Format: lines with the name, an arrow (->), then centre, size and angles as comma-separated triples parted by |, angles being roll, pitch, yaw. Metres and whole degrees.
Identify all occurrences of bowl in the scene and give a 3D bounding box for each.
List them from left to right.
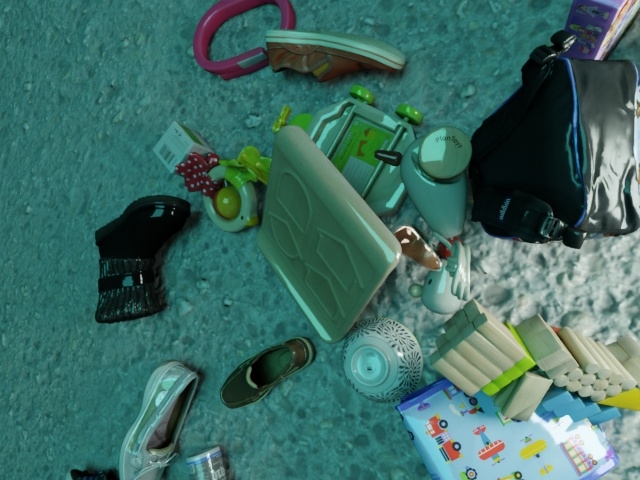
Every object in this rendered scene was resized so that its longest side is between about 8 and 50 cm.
bowl -> 0.106, 0.236, 0.785 | 0.170, 0.080, 0.170 | -3, 83, 24

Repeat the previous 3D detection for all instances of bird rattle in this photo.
bird rattle -> -0.232, -0.120, 0.969 | 0.254, 0.143, 0.206 | -5, 98, 28

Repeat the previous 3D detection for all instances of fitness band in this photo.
fitness band -> -0.201, -0.534, 1.046 | 0.291, 0.054, 0.209 | -7, 78, 23

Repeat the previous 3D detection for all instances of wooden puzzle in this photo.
wooden puzzle -> 0.000, 0.000, 0.797 | 0.322, 0.080, 0.348 | 52, 146, 21

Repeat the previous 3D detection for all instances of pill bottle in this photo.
pill bottle -> -0.248, 0.545, 0.912 | 0.078, 0.078, 0.137 | -25, 74, 20

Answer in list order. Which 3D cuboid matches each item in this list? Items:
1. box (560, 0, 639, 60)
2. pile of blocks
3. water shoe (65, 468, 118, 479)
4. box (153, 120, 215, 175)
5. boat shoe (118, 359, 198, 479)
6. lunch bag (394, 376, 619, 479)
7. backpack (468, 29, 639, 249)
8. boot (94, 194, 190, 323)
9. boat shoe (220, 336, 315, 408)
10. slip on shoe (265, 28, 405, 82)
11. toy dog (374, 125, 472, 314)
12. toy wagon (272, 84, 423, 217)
box -> 0.428, -0.345, 0.588 | 0.057, 0.293, 0.201 | 37, 100, 21
pile of blocks -> 0.339, 0.186, 0.621 | 0.362, 0.112, 0.149 | 16, 115, -2
water shoe -> -0.577, 0.640, 1.072 | 0.203, 0.073, 0.080 | 18, 70, 22
box -> -0.353, -0.230, 1.055 | 0.102, 0.087, 0.101 | -48, 67, 12
boat shoe -> -0.379, 0.453, 0.968 | 0.103, 0.118, 0.320 | 14, 83, 30
lunch bag -> 0.308, 0.304, 0.665 | 0.293, 0.138, 0.221 | -30, 69, 6
backpack -> 0.346, -0.115, 0.618 | 0.213, 0.263, 0.276 | 4, 86, -12
boot -> -0.449, 0.058, 1.036 | 0.348, 0.131, 0.260 | -25, 66, 31
boat shoe -> -0.136, 0.287, 0.883 | 0.257, 0.095, 0.095 | -39, 69, 16
slip on shoe -> 0.026, -0.402, 0.899 | 0.331, 0.123, 0.101 | 16, 122, 21
toy dog -> 0.172, -0.046, 0.713 | 0.161, 0.220, 0.333 | 2, 76, 16
toy wagon -> 0.045, -0.194, 0.876 | 0.344, 0.068, 0.267 | 33, 97, 25
